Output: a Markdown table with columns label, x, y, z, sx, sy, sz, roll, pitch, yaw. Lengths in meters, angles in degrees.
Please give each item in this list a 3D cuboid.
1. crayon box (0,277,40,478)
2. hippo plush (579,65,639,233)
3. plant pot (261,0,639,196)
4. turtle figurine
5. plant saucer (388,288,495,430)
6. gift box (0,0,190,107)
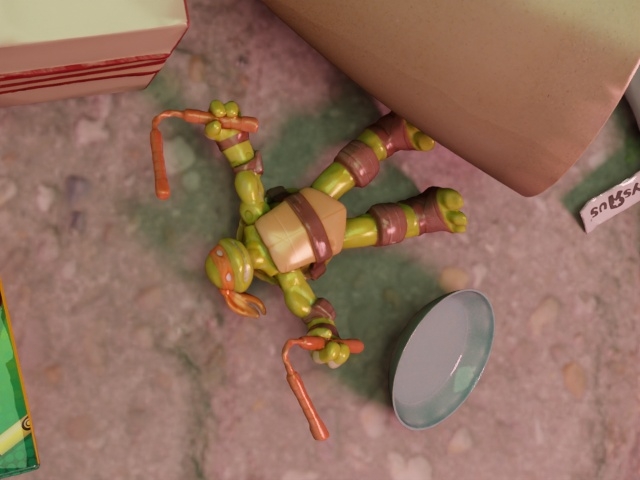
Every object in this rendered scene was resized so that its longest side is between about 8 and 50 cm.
| label | x | y | z | sx | sy | sz | roll | pitch | yaw |
| --- | --- | --- | --- | --- | --- | --- | --- | --- | --- |
| crayon box | -0.244 | 0.069 | 0.979 | 0.081 | 0.278 | 0.165 | -13 | 88 | -14 |
| hippo plush | 0.341 | -0.118 | 1.141 | 0.294 | 0.236 | 0.234 | -43 | 96 | -12 |
| plant pot | 0.078 | -0.203 | 1.067 | 0.274 | 0.256 | 0.256 | 24 | 81 | -8 |
| turtle figurine | 0.000 | 0.000 | 1.136 | 0.217 | 0.087 | 0.269 | -25 | 83 | -20 |
| plant saucer | 0.089 | 0.088 | 1.154 | 0.119 | 0.021 | 0.119 | -28 | 131 | -37 |
| gift box | -0.241 | -0.194 | 1.013 | 0.258 | 0.255 | 0.276 | -8 | 82 | -15 |
